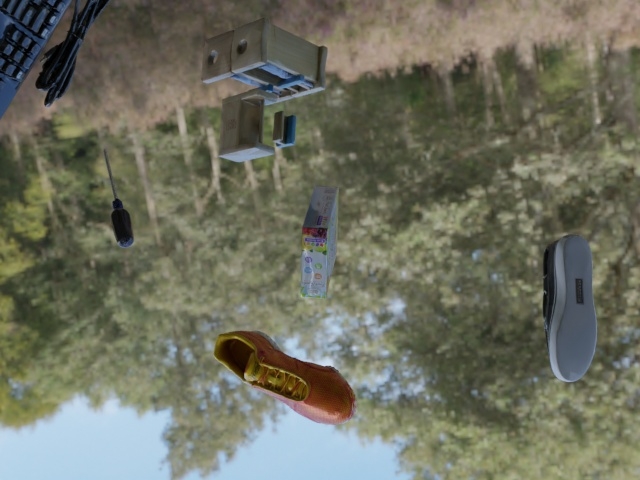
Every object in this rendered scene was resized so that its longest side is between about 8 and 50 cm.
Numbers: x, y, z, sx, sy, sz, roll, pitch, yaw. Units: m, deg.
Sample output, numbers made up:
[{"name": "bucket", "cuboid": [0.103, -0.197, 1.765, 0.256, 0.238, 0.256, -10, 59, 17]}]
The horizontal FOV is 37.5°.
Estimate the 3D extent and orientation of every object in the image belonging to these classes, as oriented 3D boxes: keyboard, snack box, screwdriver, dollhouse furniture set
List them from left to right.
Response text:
[{"name": "keyboard", "cuboid": [-0.213, -0.220, 0.788, 0.033, 0.317, 0.201, 31, 178, 9]}, {"name": "screwdriver", "cuboid": [-0.246, -0.057, 1.118, 0.024, 0.170, 0.025, -27, 143, 5]}, {"name": "dollhouse furniture set", "cuboid": [-0.085, -0.194, 1.337, 0.129, 0.183, 0.129, -8, 165, 43]}, {"name": "snack box", "cuboid": [0.000, 0.000, 1.238, 0.037, 0.100, 0.141, 3, -155, 6]}]

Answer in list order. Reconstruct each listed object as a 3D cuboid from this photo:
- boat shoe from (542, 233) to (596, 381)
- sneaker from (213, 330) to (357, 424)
[{"name": "boat shoe", "cuboid": [0.235, 0.065, 0.906, 0.049, 0.142, 0.040, 12, 165, -24]}, {"name": "sneaker", "cuboid": [-0.040, 0.145, 0.968, 0.175, 0.064, 0.067, 20, -169, 33]}]
